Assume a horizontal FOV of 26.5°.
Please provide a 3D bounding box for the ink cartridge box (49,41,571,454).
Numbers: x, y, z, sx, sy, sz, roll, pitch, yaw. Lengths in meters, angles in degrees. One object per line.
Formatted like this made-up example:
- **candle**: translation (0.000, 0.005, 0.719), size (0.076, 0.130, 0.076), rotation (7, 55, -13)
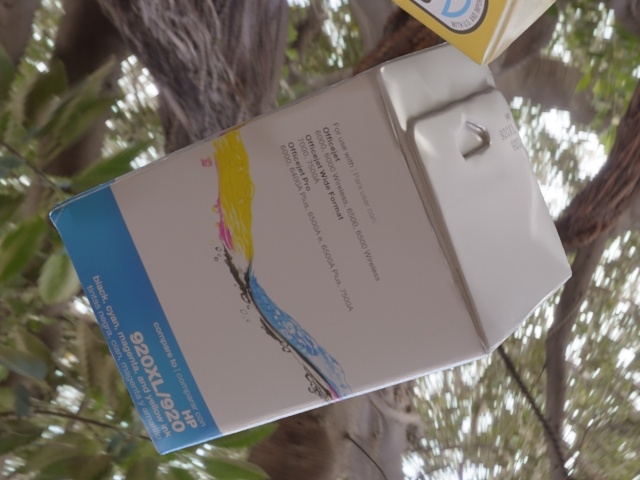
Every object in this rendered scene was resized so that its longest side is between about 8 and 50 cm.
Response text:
- **ink cartridge box**: translation (0.000, 0.000, 0.823), size (0.233, 0.171, 0.168), rotation (-20, -85, 29)

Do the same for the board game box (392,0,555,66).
- **board game box**: translation (-0.025, -0.232, 0.422), size (0.316, 0.242, 0.064), rotation (38, -119, 13)
